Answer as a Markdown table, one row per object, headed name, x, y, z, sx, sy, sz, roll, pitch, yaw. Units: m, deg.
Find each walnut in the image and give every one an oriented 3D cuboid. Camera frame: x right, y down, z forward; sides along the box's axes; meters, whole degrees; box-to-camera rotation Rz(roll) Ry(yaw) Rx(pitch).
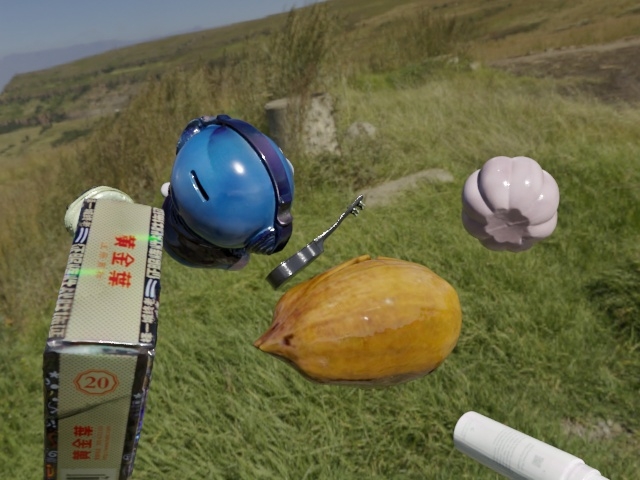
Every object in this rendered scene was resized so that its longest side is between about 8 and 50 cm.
| name | x | y | z | sx | sy | sz | roll | pitch | yaw |
| --- | --- | --- | --- | --- | --- | --- | --- | --- | --- |
| walnut | 0.058 | 0.127 | 0.836 | 0.336 | 0.209 | 0.209 | -4 | 16 | -27 |

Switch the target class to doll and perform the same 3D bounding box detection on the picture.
| name | x | y | z | sx | sy | sz | roll | pitch | yaw |
| --- | --- | --- | --- | --- | --- | --- | --- | --- | --- |
| doll | -0.178 | -0.079 | 1.029 | 0.310 | 0.284 | 0.240 | -37 | -8 | 38 |

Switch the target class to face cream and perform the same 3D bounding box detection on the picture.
| name | x | y | z | sx | sy | sz | roll | pitch | yaw |
| --- | --- | --- | --- | --- | --- | --- | --- | --- | --- |
| face cream | 0.432 | 0.455 | 1.123 | 0.101 | 0.102 | 0.345 | -22 | 20 | -30 |

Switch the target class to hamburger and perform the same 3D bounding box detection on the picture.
| name | x | y | z | sx | sy | sz | roll | pitch | yaw |
| --- | --- | --- | --- | --- | --- | --- | --- | --- | --- |
| hamburger | -0.461 | -0.049 | 1.153 | 0.062 | 0.133 | 0.140 | 29 | 82 | 31 |

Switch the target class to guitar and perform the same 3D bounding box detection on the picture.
| name | x | y | z | sx | sy | sz | roll | pitch | yaw |
| --- | --- | --- | --- | --- | --- | --- | --- | --- | --- |
| guitar | 0.002 | 0.001 | 1.092 | 0.271 | 0.038 | 0.084 | -41 | -3 | -21 |

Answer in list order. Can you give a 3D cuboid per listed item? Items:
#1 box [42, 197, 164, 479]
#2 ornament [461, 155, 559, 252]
| name | x | y | z | sx | sy | sz | roll | pitch | yaw |
| --- | --- | --- | --- | --- | --- | --- | --- | --- | --- |
| box | -0.226 | 0.139 | 0.577 | 0.084 | 0.310 | 0.198 | 8 | 37 | -18 |
| ornament | 0.349 | -0.071 | 1.022 | 0.177 | 0.178 | 0.177 | -9 | 20 | 3 |
